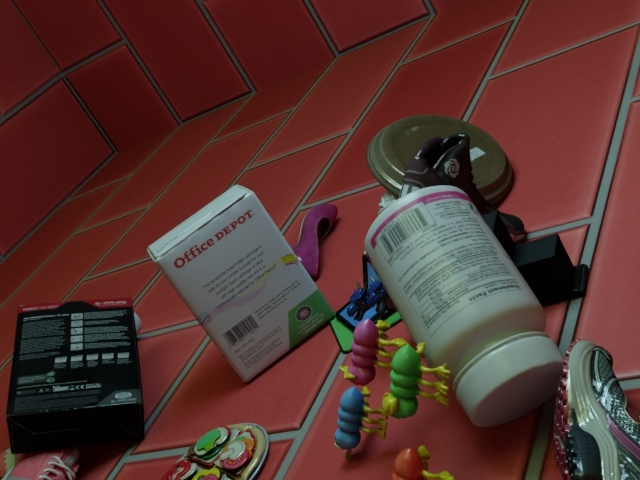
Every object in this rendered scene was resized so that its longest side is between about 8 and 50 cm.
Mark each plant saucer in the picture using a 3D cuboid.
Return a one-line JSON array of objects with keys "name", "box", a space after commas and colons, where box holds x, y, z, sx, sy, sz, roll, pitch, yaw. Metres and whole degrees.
[{"name": "plant saucer", "box": [0.224, -0.154, 1.702, 0.278, 0.041, 0.278, 5, 41, -4]}]

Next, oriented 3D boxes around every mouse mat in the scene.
[{"name": "mouse mat", "box": [0.104, 0.113, 1.558, 0.190, 0.007, 0.152, -32, 21, 2]}]

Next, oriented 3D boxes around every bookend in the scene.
[{"name": "bookend", "box": [0.278, 0.020, 1.317, 0.156, 0.157, 0.072, -20, 25, 30]}]

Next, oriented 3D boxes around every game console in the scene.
[{"name": "game console", "box": [0.073, 0.089, 1.552, 0.071, 0.107, 0.122, -9, 15, -19]}]

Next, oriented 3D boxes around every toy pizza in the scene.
[{"name": "toy pizza", "box": [-0.169, 0.345, 1.392, 0.201, 0.032, 0.201, -28, 22, 12]}]

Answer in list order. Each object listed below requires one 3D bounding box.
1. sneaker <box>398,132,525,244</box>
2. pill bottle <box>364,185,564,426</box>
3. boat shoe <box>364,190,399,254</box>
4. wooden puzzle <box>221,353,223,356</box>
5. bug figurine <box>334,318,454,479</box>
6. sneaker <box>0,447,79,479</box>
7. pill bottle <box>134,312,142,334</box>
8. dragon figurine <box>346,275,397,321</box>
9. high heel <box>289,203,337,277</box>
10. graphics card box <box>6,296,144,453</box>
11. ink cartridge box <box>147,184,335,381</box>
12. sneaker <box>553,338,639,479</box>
[{"name": "sneaker", "box": [0.235, -0.081, 1.428, 0.281, 0.162, 0.106, 3, 9, -42]}, {"name": "pill bottle", "box": [0.183, 0.081, 1.160, 0.160, 0.160, 0.283, -30, 57, 5]}, {"name": "boat shoe", "box": [0.145, -0.055, 1.682, 0.098, 0.096, 0.277, -10, 31, 41]}, {"name": "wooden puzzle", "box": [-0.138, 0.175, 1.742, 0.078, 0.014, 0.116, -12, 29, 42]}, {"name": "bug figurine", "box": [0.076, 0.214, 1.137, 0.072, 0.216, 0.279, 2, 11, -19]}, {"name": "sneaker", "box": [-0.477, 0.405, 1.570, 0.136, 0.116, 0.314, -35, 21, -11]}, {"name": "pill bottle", "box": [-0.467, 0.223, 1.957, 0.108, 0.108, 0.180, -12, 29, 41]}, {"name": "dragon figurine", "box": [0.168, 0.050, 1.417, 0.289, 0.144, 0.085, -42, 24, -24]}, {"name": "high heel", "box": [0.000, 0.000, 1.888, 0.117, 0.082, 0.244, 20, 33, 25]}, {"name": "graphics card box", "box": [-0.458, 0.241, 1.727, 0.233, 0.094, 0.371, -4, 26, -14]}, {"name": "ink cartridge box", "box": [-0.139, 0.071, 1.599, 0.201, 0.278, 0.117, -37, 20, -9]}, {"name": "sneaker", "box": [0.304, 0.213, 0.954, 0.112, 0.121, 0.299, 3, 29, 8]}]
